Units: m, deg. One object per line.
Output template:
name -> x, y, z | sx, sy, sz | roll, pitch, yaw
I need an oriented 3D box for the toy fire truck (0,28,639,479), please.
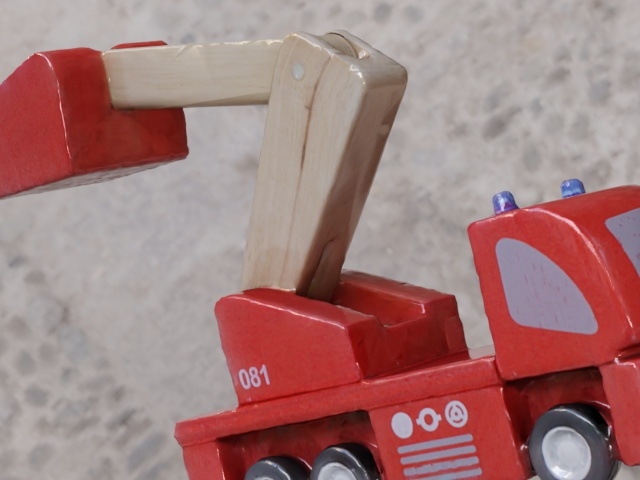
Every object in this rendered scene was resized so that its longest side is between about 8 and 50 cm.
toy fire truck -> 0.000, 0.000, 0.392 | 0.192, 0.047, 0.135 | -17, 87, 41
